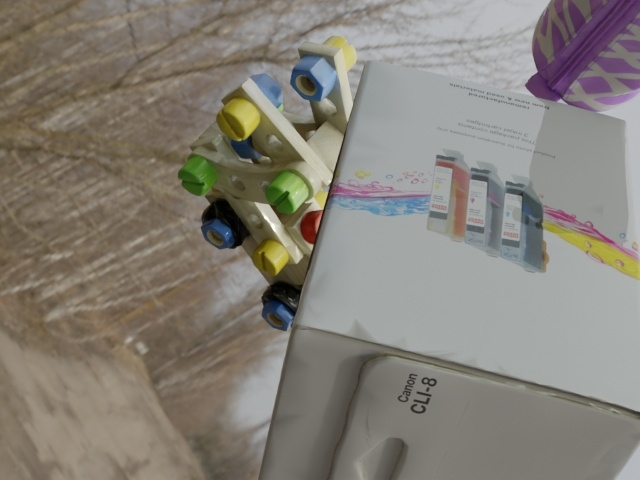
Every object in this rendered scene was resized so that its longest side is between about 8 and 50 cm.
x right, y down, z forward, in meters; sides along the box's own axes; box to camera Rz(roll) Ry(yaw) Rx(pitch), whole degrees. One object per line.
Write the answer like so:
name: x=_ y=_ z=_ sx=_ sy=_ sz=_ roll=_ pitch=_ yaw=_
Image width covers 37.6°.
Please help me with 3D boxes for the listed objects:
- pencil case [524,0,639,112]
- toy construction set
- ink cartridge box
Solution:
pencil case: x=0.174 y=-0.132 z=0.480 sx=0.086 sy=0.088 sz=0.206 roll=41 pitch=-11 yaw=5
toy construction set: x=0.000 y=0.000 z=0.811 sx=0.215 sy=0.151 sz=0.328 roll=-7 pitch=-69 yaw=47
ink cartridge box: x=0.055 y=0.032 z=0.406 sx=0.127 sy=0.176 sz=0.128 roll=15 pitch=-47 yaw=2
